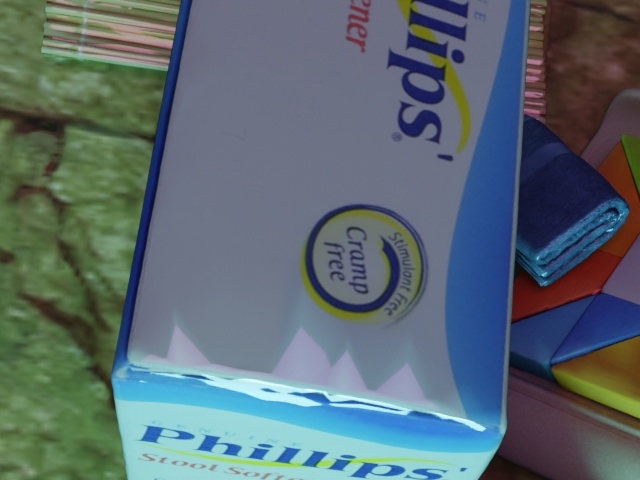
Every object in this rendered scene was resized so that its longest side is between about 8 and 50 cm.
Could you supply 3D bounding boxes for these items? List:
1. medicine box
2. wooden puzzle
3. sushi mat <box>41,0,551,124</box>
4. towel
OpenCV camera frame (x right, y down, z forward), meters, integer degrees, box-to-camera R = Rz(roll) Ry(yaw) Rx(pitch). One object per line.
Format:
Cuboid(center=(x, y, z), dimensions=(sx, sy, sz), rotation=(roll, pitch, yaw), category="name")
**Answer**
Cuboid(center=(0.000, 0.000, 0.676), dimensions=(0.149, 0.289, 0.263), rotation=(7, 65, -1), category="medicine box")
Cuboid(center=(0.189, 0.027, 0.760), dimensions=(0.221, 0.044, 0.238), rotation=(21, 70, 42), category="wooden puzzle")
Cuboid(center=(-0.010, -0.161, 0.883), dimensions=(0.317, 0.019, 0.151), rotation=(8, 73, 0), category="sushi mat")
Cuboid(center=(0.122, -0.027, 0.806), dimensions=(0.067, 0.029, 0.119), rotation=(-37, 36, 1), category="towel")
